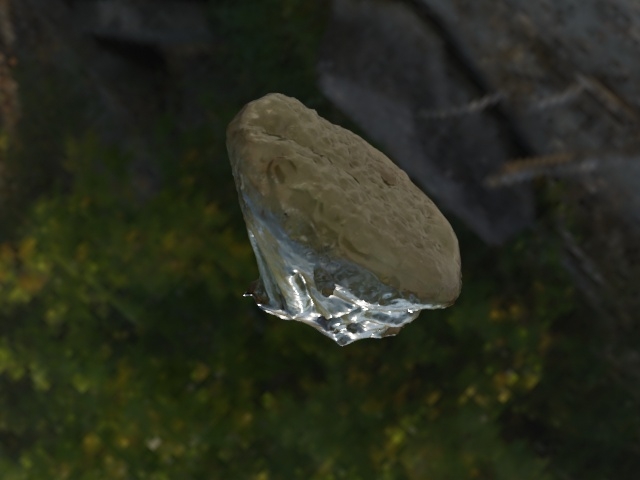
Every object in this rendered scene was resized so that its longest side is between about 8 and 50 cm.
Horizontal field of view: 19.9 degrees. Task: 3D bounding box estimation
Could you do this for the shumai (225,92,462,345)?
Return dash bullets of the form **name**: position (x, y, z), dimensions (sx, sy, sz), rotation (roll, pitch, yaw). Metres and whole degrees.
- **shumai**: position (0.000, 0.000, 1.250), dimensions (0.201, 0.120, 0.201), rotation (33, -156, -17)
